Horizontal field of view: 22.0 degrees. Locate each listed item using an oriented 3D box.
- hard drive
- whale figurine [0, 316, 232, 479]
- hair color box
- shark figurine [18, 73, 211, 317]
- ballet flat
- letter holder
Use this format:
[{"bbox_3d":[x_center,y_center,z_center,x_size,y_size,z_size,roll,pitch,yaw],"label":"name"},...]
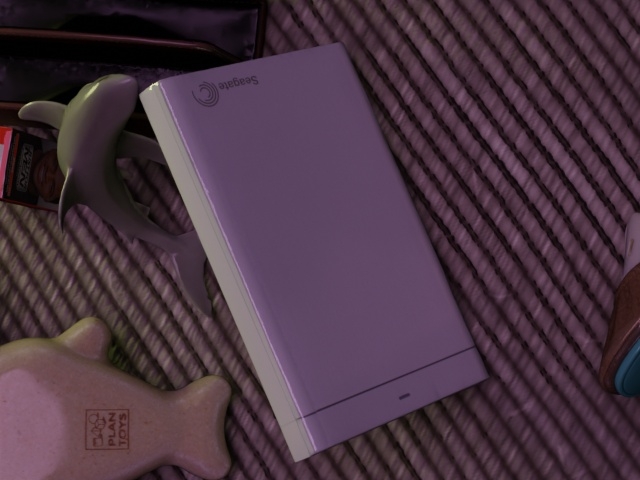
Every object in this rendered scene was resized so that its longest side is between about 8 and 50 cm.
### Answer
[{"bbox_3d":[0.000,0.000,1.505,0.047,0.233,0.353,-31,80,48],"label":"hard drive"},{"bbox_3d":[-0.225,0.184,1.626,0.272,0.141,0.216,-1,84,-8],"label":"whale figurine"},{"bbox_3d":[-0.298,-0.071,1.642,0.043,0.141,0.072,8,88,16],"label":"hair color box"},{"bbox_3d":[-0.204,-0.036,1.571,0.166,0.278,0.116,0,50,24],"label":"shark figurine"},{"bbox_3d":[0.354,-0.011,1.477,0.342,0.116,0.124,-46,55,8],"label":"ballet flat"},{"bbox_3d":[-0.231,-0.190,1.594,0.302,0.214,0.152,6,87,16],"label":"letter holder"}]
